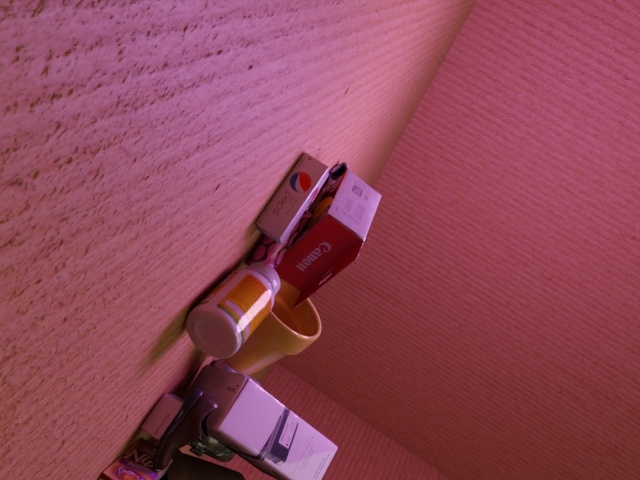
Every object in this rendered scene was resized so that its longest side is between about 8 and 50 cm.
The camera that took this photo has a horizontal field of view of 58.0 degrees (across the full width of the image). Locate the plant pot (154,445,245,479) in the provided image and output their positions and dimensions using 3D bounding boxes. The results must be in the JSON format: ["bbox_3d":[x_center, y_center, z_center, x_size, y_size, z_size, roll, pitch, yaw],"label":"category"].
[{"bbox_3d":[-0.378,0.786,1.719,0.323,0.280,0.324,-29,-126,50],"label":"plant pot"}]

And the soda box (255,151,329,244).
[{"bbox_3d":[-0.066,-0.101,1.395,0.216,0.073,0.069,-56,173,-11],"label":"soda box"}]

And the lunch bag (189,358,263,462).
[{"bbox_3d":[-0.341,0.557,1.907,0.305,0.212,0.256,-57,155,-23],"label":"lunch bag"}]

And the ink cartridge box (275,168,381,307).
[{"bbox_3d":[0.000,0.000,1.589,0.309,0.130,0.272,-42,-164,42],"label":"ink cartridge box"}]

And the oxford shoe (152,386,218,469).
[{"bbox_3d":[-0.345,0.499,1.480,0.227,0.096,0.083,-56,173,-6],"label":"oxford shoe"}]

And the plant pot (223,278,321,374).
[{"bbox_3d":[-0.167,0.250,1.660,0.239,0.254,0.254,-43,179,19],"label":"plant pot"}]

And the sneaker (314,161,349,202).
[{"bbox_3d":[0.032,-0.159,1.877,0.132,0.086,0.229,85,28,-71],"label":"sneaker"}]

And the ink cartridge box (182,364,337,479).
[{"bbox_3d":[-0.191,0.555,1.704,0.285,0.395,0.166,-6,-135,53],"label":"ink cartridge box"}]

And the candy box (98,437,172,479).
[{"bbox_3d":[-0.470,0.591,1.471,0.053,0.109,0.186,-59,174,11],"label":"candy box"}]

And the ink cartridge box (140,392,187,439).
[{"bbox_3d":[-0.411,0.473,1.555,0.109,0.063,0.150,-56,172,-15],"label":"ink cartridge box"}]

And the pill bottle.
[{"bbox_3d":[-0.193,0.151,1.356,0.246,0.136,0.136,-49,169,-54],"label":"pill bottle"}]

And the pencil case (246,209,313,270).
[{"bbox_3d":[-0.105,-0.003,1.498,0.209,0.095,0.098,-59,-151,-7],"label":"pencil case"}]
